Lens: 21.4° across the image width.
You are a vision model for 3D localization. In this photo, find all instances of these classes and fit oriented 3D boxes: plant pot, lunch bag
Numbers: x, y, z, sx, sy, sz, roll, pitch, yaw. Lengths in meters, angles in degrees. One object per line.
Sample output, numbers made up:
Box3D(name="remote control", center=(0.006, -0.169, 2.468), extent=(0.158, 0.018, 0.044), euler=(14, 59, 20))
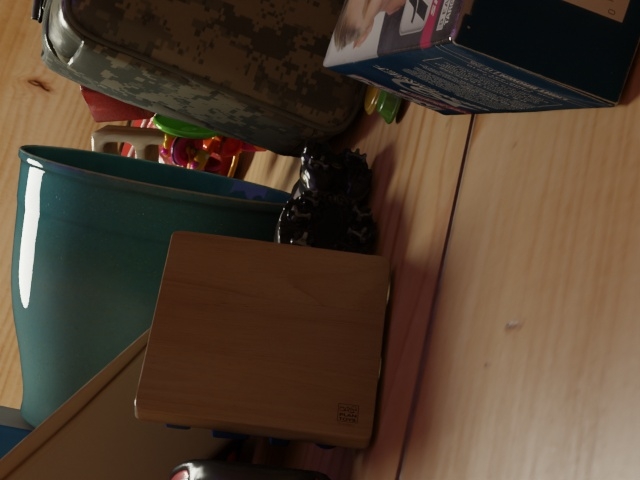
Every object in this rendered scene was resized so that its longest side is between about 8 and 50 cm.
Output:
Box3D(name="plant pot", center=(-0.171, 0.060, 1.602), extent=(0.271, 0.272, 0.255), euler=(-145, 66, -78))
Box3D(name="lunch bag", center=(-0.112, -0.204, 1.595), extent=(0.256, 0.305, 0.212), euler=(147, 141, -69))

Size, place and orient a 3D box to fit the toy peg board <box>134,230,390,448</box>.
Box3D(name="toy peg board", center=(-0.039, 0.087, 1.212), extent=(0.079, 0.161, 0.160), euler=(96, -178, -50))

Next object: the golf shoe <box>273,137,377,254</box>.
Box3D(name="golf shoe", center=(0.000, 0.000, 1.353), extent=(0.198, 0.077, 0.094), euler=(-72, 2, -61))

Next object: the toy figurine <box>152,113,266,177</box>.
Box3D(name="toy figurine", center=(-0.114, -0.058, 1.798), extent=(0.130, 0.173, 0.159), euler=(27, 116, 35))

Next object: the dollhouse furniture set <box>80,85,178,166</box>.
Box3D(name="dollhouse furniture set", center=(-0.229, -0.062, 1.845), extent=(0.201, 0.152, 0.374), euler=(-49, -39, -64))

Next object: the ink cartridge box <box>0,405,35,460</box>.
Box3D(name="ink cartridge box", center=(-0.330, 0.362, 1.624), extent=(0.166, 0.285, 0.395), euler=(-170, 93, -73))

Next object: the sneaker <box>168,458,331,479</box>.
Box3D(name="sneaker", center=(-0.062, 0.253, 1.201), extent=(0.314, 0.116, 0.136), euler=(116, 158, -58))

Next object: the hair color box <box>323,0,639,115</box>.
Box3D(name="hair color box", center=(0.106, -0.176, 1.058), extent=(0.347, 0.105, 0.174), euler=(-165, 94, -79))

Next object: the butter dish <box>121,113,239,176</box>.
Box3D(name="butter dish", center=(-0.155, -0.108, 2.117), extent=(0.160, 0.118, 0.160), euler=(52, 133, 25))

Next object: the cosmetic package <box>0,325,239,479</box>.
Box3D(name="cosmetic package", center=(-0.157, 0.174, 1.342), extent=(0.309, 0.113, 0.160), euler=(-43, -6, -34))

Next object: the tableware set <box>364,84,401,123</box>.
Box3D(name="tableware set", center=(0.061, -0.155, 1.428), extent=(0.154, 0.024, 0.104), euler=(-114, 41, -71))

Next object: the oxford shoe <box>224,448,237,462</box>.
Box3D(name="oxford shoe", center=(-0.139, 0.285, 1.520), extent=(0.271, 0.097, 0.098), euler=(-64, -5, 2))
